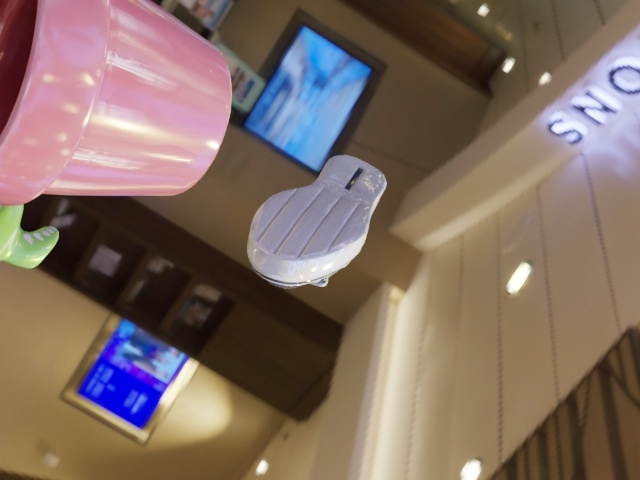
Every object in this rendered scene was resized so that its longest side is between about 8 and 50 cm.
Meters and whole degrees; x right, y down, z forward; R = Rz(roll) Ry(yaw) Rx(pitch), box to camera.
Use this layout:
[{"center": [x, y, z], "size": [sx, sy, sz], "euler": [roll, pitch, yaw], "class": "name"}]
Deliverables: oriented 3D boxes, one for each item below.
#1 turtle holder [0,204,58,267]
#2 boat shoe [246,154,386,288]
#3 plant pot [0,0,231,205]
[{"center": [-0.397, 0.007, 0.919], "size": [0.243, 0.227, 0.320], "euler": [-41, -159, 7], "class": "turtle holder"}, {"center": [0.000, 0.000, 1.268], "size": [0.335, 0.121, 0.119], "euler": [-41, 154, -62], "class": "boat shoe"}, {"center": [-0.175, -0.114, 0.783], "size": [0.201, 0.180, 0.201], "euler": [-18, -114, 46], "class": "plant pot"}]
